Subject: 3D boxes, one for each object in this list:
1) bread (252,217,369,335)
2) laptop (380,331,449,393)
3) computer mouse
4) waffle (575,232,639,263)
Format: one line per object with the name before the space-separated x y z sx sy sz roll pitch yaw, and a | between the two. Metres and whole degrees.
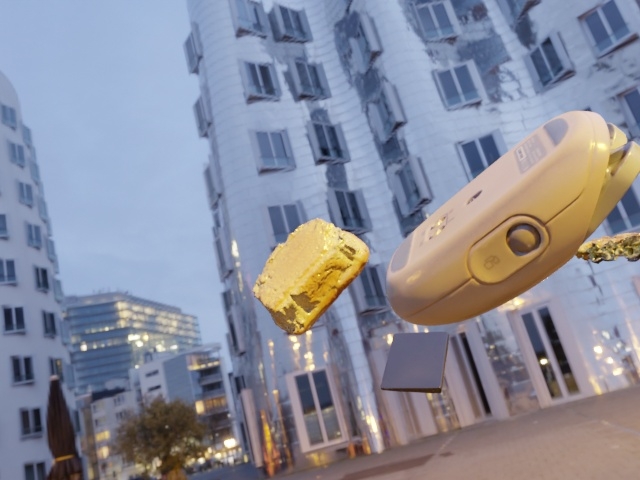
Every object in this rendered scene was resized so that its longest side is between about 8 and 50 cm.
bread | -0.022 0.067 1.194 0.245 0.174 0.121 -47 -48 -8
laptop | 0.214 0.269 1.313 0.135 0.016 0.197 -4 27 20
computer mouse | 0.156 -0.011 0.499 0.236 0.082 0.145 -41 7 22
waffle | 0.750 0.003 1.329 0.307 0.060 0.312 -12 -3 7
